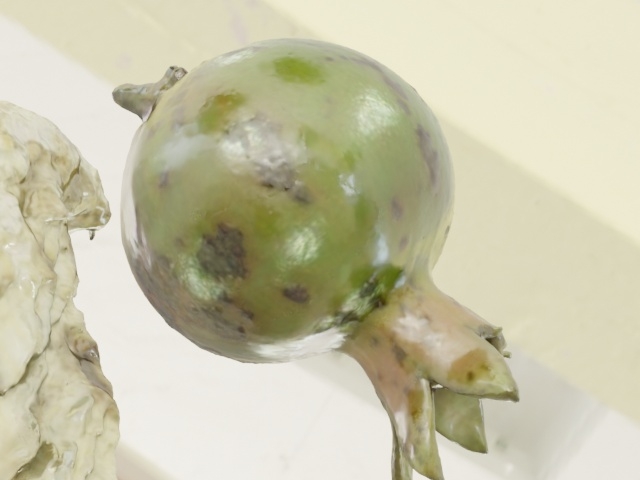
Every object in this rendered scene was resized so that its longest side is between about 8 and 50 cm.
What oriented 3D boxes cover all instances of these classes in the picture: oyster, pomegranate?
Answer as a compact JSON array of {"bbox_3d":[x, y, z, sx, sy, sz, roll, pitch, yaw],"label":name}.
[{"bbox_3d":[-0.084,0.055,0.394,0.106,0.200,0.061,-29,-48,4],"label":"oyster"},{"bbox_3d":[-0.003,0.013,0.759,0.156,0.156,0.220,-28,-99,47],"label":"pomegranate"}]
